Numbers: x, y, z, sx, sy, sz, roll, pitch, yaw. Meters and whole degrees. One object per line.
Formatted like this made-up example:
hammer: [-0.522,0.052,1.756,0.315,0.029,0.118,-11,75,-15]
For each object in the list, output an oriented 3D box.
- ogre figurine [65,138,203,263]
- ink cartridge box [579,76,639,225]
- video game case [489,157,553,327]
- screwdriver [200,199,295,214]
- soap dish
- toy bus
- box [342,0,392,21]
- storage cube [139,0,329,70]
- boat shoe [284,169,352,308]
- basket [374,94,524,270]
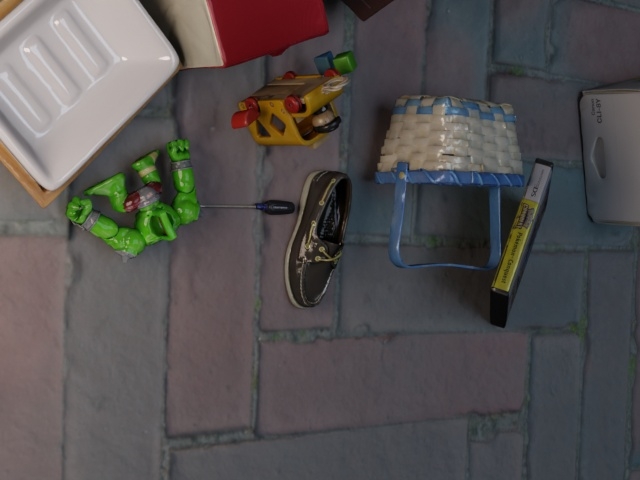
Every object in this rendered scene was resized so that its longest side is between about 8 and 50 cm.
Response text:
ogre figurine: [-0.249,-0.050,1.571,0.197,0.097,0.118,-39,105,-43]
ink cartridge box: [0.725,-0.201,2.316,0.385,0.160,0.279,-17,104,-37]
video game case: [0.359,0.013,2.012,0.275,0.035,0.248,63,47,-72]
screwdriver: [-0.111,-0.055,1.730,0.170,0.024,0.025,5,120,-38]
soap dish: [-0.346,-0.223,1.459,0.291,0.118,0.229,-51,123,-25]
toy bus: [-0.025,-0.191,1.686,0.202,0.191,0.104,-85,153,-64]
box: [0.147,-0.518,1.671,0.191,0.381,0.143,36,34,-35]
storage cube: [-0.133,-0.350,1.581,0.193,0.184,0.215,-25,109,-35]
boat shoe: [0.000,0.000,1.795,0.081,0.069,0.227,11,87,-39]
basket: [0.221,-0.094,1.882,0.255,0.201,0.289,4,86,-42]
